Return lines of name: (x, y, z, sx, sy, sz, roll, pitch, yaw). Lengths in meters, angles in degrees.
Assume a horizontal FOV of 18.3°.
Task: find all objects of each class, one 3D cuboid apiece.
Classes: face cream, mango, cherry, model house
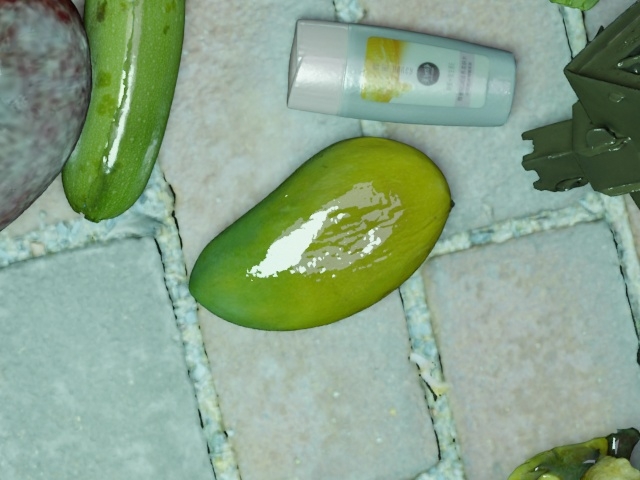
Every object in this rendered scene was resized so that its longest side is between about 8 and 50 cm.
face cream: (0.071, -0.146, 1.757, 0.198, 0.057, 0.084, 5, 89, -7)
mango: (0.006, 0.004, 1.738, 0.237, 0.091, 0.137, -40, 93, 0)
cherry: (-0.310, -0.118, 1.645, 0.230, 0.203, 0.300, 13, 99, -14)
model house: (0.294, -0.118, 1.736, 0.243, 0.211, 0.204, -15, 48, 21)

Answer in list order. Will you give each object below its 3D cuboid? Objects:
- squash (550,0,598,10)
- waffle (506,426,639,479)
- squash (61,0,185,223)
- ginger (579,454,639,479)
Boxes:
squash: (0.254, -0.317, 1.774, 0.066, 0.066, 0.229, 16, 90, -6)
waffle: (0.232, 0.378, 1.764, 0.382, 0.095, 0.379, -27, 93, -8)
squash: (-0.162, -0.182, 1.717, 0.094, 0.094, 0.341, 8, 89, -6)
ginger: (0.238, 0.269, 1.675, 0.216, 0.102, 0.157, -30, 71, -7)
